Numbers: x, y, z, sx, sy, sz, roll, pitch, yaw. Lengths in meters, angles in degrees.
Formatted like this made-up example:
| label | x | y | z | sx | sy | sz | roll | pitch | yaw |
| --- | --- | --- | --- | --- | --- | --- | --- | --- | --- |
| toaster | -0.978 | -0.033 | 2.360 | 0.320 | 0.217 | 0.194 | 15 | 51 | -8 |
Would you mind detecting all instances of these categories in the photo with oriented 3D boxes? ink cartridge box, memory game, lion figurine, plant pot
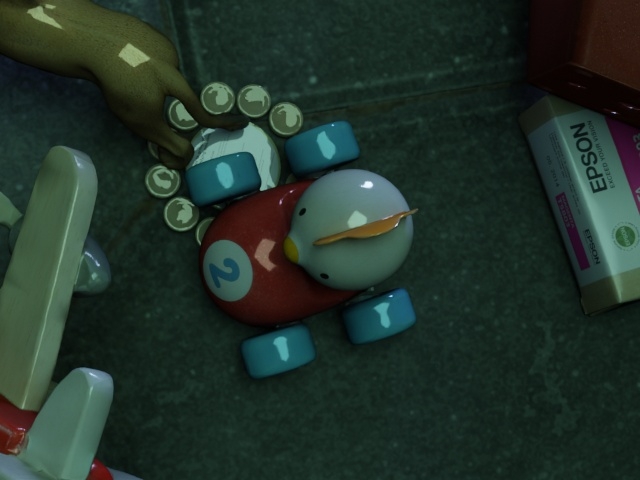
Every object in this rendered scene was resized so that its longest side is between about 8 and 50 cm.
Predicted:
| label | x | y | z | sx | sy | sz | roll | pitch | yaw |
| --- | --- | --- | --- | --- | --- | --- | --- | --- | --- |
| ink cartridge box | 0.344 | -0.060 | 1.437 | 0.193 | 0.088 | 0.234 | -17 | 83 | -15 |
| memory game | -0.089 | -0.075 | 1.392 | 0.186 | 0.012 | 0.186 | 2 | 80 | -11 |
| lion figurine | -0.247 | -0.187 | 1.258 | 0.392 | 0.240 | 0.142 | 13 | 77 | -6 |
| plant pot | 0.337 | -0.235 | 1.308 | 0.267 | 0.267 | 0.235 | 21 | 90 | -5 |

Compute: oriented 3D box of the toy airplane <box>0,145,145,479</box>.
| label | x | y | z | sx | sy | sz | roll | pitch | yaw |
| --- | --- | --- | --- | --- | --- | --- | --- | --- | --- |
| toy airplane | -0.286 | 0.160 | 1.175 | 0.386 | 0.272 | 0.384 | -31 | 71 | 17 |

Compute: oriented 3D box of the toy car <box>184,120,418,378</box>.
| label | x | y | z | sx | sy | sz | roll | pitch | yaw |
| --- | --- | --- | --- | --- | --- | --- | --- | --- | --- |
| toy car | 0.000 | 0.000 | 1.268 | 0.210 | 0.238 | 0.219 | -18 | 89 | -14 |
